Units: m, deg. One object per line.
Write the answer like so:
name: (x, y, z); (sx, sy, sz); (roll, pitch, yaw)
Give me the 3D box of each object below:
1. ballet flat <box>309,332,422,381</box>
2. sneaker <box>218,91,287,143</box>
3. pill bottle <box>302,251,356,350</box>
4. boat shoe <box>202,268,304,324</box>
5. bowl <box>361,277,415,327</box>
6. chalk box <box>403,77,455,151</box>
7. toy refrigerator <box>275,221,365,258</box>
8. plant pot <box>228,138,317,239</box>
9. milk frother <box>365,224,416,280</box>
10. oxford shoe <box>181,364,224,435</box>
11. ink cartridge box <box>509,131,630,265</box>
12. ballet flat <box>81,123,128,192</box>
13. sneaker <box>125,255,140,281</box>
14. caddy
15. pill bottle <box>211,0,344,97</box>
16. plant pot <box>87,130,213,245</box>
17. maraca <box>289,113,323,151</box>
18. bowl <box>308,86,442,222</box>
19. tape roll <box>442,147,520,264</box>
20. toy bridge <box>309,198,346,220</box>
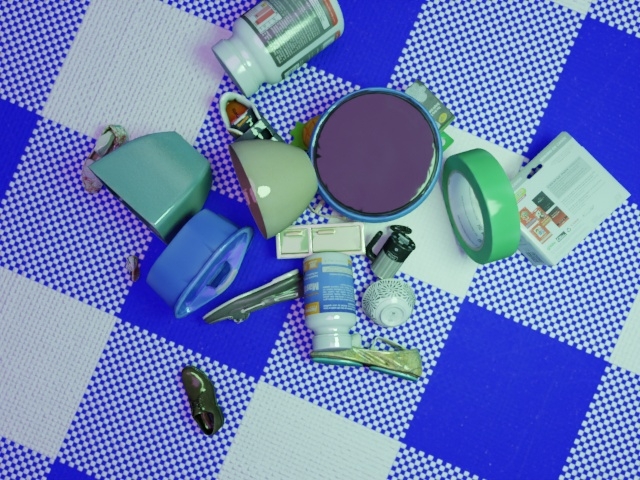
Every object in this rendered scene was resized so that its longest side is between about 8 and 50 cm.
ballet flat: (0.143, 0.349, 1.253); (0.349, 0.123, 0.123); (10, 89, 1)
sneaker: (-0.200, -0.320, 1.251); (0.126, 0.127, 0.321); (-45, 91, -1)
pill bottle: (0.026, 0.183, 1.189); (0.152, 0.152, 0.272); (-3, 69, 0)
boat shoe: (-0.197, 0.198, 1.249); (0.335, 0.112, 0.095); (-26, 84, -3)
bowl: (0.213, 0.207, 1.228); (0.170, 0.080, 0.170); (0, 115, -1)
chalk box: (0.312, -0.356, 1.244); (0.132, 0.132, 0.213); (-43, 90, -1)
toy refrigerator: (0.000, 0.000, 1.259); (0.270, 0.094, 0.102); (-2, 89, 1)
plant pot: (-0.120, -0.169, 1.152); (0.191, 0.284, 0.284); (-23, 89, -12)
milk frother: (0.227, 0.028, 1.262); (0.129, 0.143, 0.134); (48, 128, 26)
oxford shoe: (-0.370, 0.495, 1.255); (0.083, 0.096, 0.227); (-29, 87, 2)
ink cartridge box: (0.700, -0.124, 1.237); (0.309, 0.130, 0.272); (-42, 87, 0)
ballet flat: (-0.699, -0.265, 1.277); (0.091, 0.077, 0.241); (26, 90, 0)
sneaker: (-0.604, 0.091, 1.298); (0.037, 0.032, 0.083); (-6, 84, 14)
caddy: (-0.333, 0.072, 1.189); (0.179, 0.241, 0.341); (38, 90, 5)
pill bottle: (-0.129, -0.608, 1.210); (0.363, 0.210, 0.210); (-37, 89, -1)
plant pot: (-0.462, -0.173, 1.198); (0.248, 0.247, 0.252); (42, 73, 1)
maraca: (-0.012, -0.330, 1.265); (0.186, 0.099, 0.127); (-3, 82, 20)
bowl: (0.154, -0.243, 1.160); (0.391, 0.077, 0.391); (1, 97, 6)
tape roll: (0.442, -0.095, 1.142); (0.077, 0.321, 0.321); (-16, 89, 1)
toy bridge: (0.001, -0.114, 1.294); (0.188, 0.026, 0.063); (32, 91, 1)
